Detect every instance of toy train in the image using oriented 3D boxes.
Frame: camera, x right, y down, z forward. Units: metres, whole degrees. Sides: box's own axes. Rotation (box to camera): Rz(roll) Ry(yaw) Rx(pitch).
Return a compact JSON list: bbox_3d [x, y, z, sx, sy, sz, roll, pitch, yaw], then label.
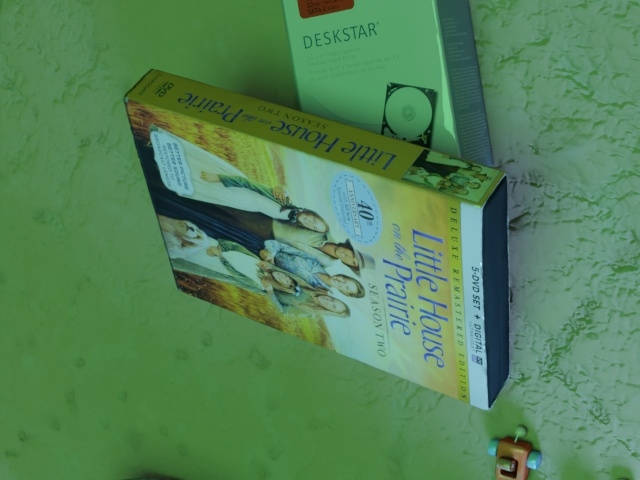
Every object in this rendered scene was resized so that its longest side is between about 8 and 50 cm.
[{"bbox_3d":[0.247,0.279,1.318,0.166,0.046,0.125,18,110,27],"label":"toy train"}]

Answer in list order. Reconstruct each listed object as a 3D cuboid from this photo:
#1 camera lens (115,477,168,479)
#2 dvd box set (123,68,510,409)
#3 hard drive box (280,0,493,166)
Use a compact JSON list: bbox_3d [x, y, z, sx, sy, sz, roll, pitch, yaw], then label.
[{"bbox_3d":[-0.229,0.465,1.543,0.219,0.219,0.274,10,106,29],"label":"camera lens"},{"bbox_3d":[0.000,0.000,1.314,0.420,0.062,0.308,20,141,26],"label":"dvd box set"},{"bbox_3d":[0.068,-0.176,1.297,0.181,0.089,0.232,-7,97,31],"label":"hard drive box"}]
